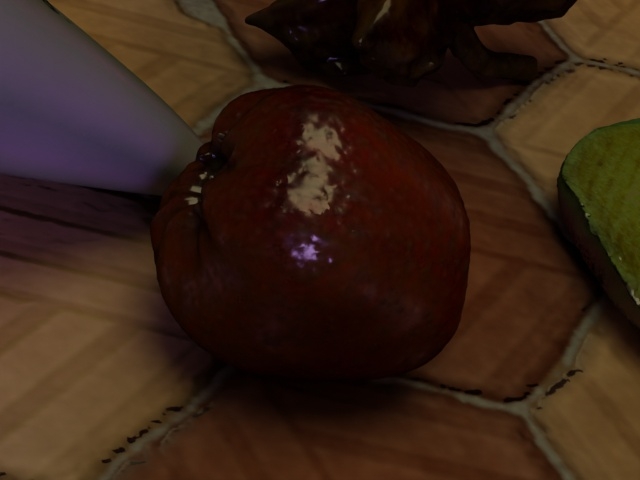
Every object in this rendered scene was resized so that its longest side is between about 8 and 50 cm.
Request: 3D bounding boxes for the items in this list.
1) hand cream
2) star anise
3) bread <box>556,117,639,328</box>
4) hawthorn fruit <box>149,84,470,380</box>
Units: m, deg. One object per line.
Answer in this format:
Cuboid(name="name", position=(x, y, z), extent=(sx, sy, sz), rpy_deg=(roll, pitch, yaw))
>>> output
Cuboid(name="hand cream", position=(-0.166, -0.087, 0.732), extent=(0.185, 0.118, 0.358), rpy_deg=(33, 7, 21))
Cuboid(name="star anise", position=(0.064, -0.143, 0.973), extent=(0.212, 0.111, 0.196), rpy_deg=(-3, 4, 4))
Cuboid(name="bread", position=(0.230, 0.009, 0.919), extent=(0.228, 0.033, 0.228), rpy_deg=(12, 38, -10))
Cuboid(name="hawthorn fruit", position=(0.000, 0.000, 0.758), extent=(0.138, 0.133, 0.133), rpy_deg=(30, 32, -22))
